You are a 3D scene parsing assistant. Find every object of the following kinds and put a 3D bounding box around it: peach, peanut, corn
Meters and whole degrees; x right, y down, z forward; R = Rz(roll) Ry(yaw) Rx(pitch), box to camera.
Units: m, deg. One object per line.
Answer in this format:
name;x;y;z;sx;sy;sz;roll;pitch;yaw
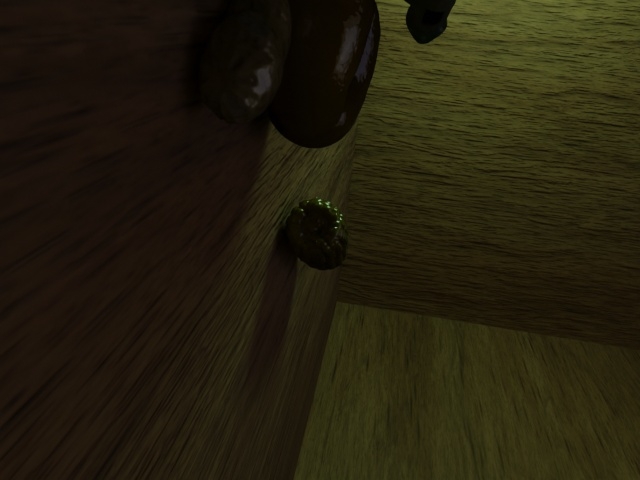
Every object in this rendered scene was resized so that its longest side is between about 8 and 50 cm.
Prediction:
peach;-0.001;-0.249;0.623;0.251;0.153;0.250;2;90;-80
peanut;-0.067;-0.185;0.442;0.080;0.080;0.174;88;8;-57
corn;0.000;0.000;1.023;0.344;0.131;0.130;66;33;-78

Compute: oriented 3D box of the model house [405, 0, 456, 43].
model house;0.113;-0.463;0.685;0.284;0.244;0.298;91;-20;-78
